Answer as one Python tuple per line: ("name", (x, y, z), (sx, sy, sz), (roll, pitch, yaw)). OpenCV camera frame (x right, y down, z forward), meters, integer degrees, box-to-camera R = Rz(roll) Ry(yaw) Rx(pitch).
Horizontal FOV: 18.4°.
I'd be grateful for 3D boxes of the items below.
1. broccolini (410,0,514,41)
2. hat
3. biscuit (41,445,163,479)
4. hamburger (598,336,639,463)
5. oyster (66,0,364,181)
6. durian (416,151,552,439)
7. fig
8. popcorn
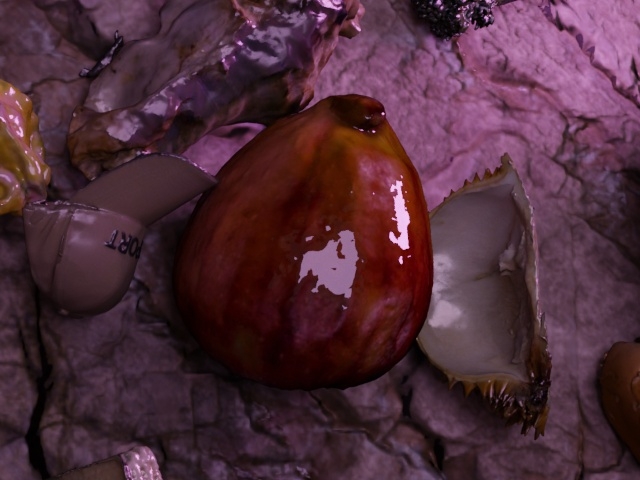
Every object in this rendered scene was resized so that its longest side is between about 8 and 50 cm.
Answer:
("broccolini", (0.172, -0.267, 1.928), (0.202, 0.068, 0.091), (-34, 71, -26))
("hat", (-0.160, -0.004, 1.647), (0.175, 0.147, 0.085), (-26, 73, 14))
("biscuit", (-0.154, 0.301, 1.599), (0.052, 0.150, 0.252), (-9, 77, -47))
("hamburger", (0.398, 0.187, 1.843), (0.155, 0.282, 0.245), (-41, 135, -18))
("oyster", (-0.095, -0.175, 1.753), (0.337, 0.133, 0.198), (-38, 113, -14))
("durian", (0.156, 0.055, 1.795), (0.144, 0.139, 0.252), (5, 75, -16))
("fig", (-0.005, 0.011, 1.707), (0.224, 0.224, 0.263), (27, 64, -13))
("popcorn", (-0.295, -0.072, 1.659), (0.145, 0.126, 0.126), (-31, 115, -46))
